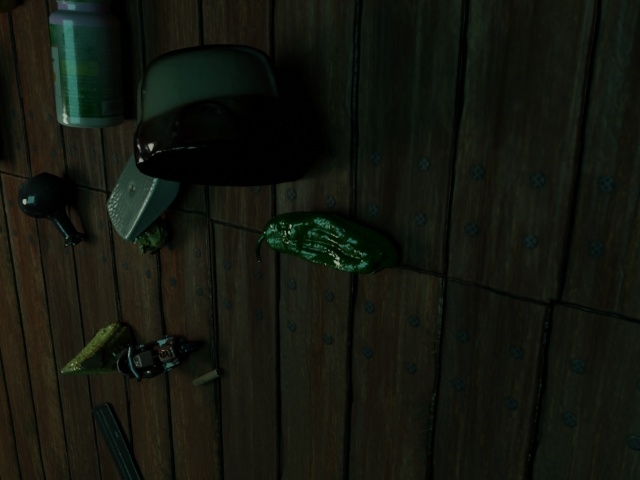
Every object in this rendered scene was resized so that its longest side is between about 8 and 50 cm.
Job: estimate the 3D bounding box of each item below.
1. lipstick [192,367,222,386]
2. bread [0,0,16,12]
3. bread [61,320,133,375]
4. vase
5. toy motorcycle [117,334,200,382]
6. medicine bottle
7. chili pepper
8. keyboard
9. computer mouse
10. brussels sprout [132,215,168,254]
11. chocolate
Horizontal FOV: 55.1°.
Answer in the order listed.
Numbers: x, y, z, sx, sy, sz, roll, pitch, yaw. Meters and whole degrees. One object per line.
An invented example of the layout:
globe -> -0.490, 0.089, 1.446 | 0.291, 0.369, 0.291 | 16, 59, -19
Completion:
lipstick -> -0.242, 0.294, 1.316 | 0.094, 0.019, 0.019 | -32, 83, 40
bread -> -0.800, -0.672, 1.371 | 0.195, 0.148, 0.344 | 7, 107, 36
bread -> -0.529, 0.270, 1.456 | 0.147, 0.152, 0.127 | -18, 84, 42
vase -> -0.630, -0.068, 1.457 | 0.120, 0.120, 0.183 | -23, 103, 40
toy motorcycle -> -0.358, 0.253, 1.329 | 0.212, 0.118, 0.084 | -20, 82, 40
medicine bottle -> -0.459, -0.368, 1.210 | 0.133, 0.133, 0.275 | 18, 114, 33
chili pepper -> 0.003, 0.002, 0.998 | 0.256, 0.074, 0.100 | 13, 111, 34
keyboard -> -0.559, 0.516, 1.628 | 0.103, 0.041, 0.381 | -26, 93, 39
computer mouse -> -0.343, -0.104, 1.219 | 0.231, 0.079, 0.128 | -48, 56, 26
brussels sprout -> -0.348, -0.006, 1.276 | 0.058, 0.085, 0.085 | 39, 124, 19
chocolate -> -0.155, -0.198, 0.961 | 0.283, 0.283, 0.186 | -3, 84, 39
